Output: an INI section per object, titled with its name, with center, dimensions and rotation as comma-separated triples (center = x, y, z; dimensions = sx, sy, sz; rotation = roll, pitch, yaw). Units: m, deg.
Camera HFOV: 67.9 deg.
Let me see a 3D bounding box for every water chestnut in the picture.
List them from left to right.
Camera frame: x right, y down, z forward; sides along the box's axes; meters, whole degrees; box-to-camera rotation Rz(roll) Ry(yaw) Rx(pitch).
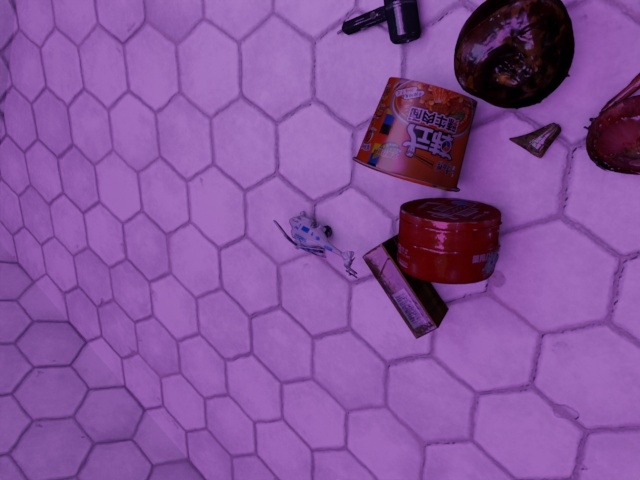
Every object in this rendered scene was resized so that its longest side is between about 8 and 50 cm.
[water chestnut]
center = 0.366, -0.352, 0.904
dimensions = 0.224, 0.238, 0.223
rotation = -1, 139, -1

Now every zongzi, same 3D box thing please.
[zongzi]
center = 0.455, -0.226, 1.007
dimensions = 0.083, 0.040, 0.076
rotation = 47, 119, 33

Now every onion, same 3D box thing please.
[onion]
center = 0.587, -0.204, 0.865
dimensions = 0.184, 0.184, 0.146
rotation = -5, 60, 34

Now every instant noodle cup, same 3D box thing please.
[instant noodle cup]
center = 0.217, -0.234, 1.042
dimensions = 0.251, 0.250, 0.191
rotation = 24, 107, 25

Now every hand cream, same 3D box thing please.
[hand cream]
center = 0.284, -0.004, 1.070
dimensions = 0.231, 0.230, 0.149
rotation = 14, 113, 29

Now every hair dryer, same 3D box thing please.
[hair dryer]
center = 0.127, -0.511, 1.113
dimensions = 0.219, 0.072, 0.124
rotation = 1, 105, 40

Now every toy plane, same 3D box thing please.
[toy plane]
center = -0.005, -0.004, 1.297
dimensions = 0.107, 0.182, 0.273
rotation = -59, 31, -4

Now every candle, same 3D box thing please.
[candle]
center = 0.581, -0.278, 0.914
dimensions = 0.167, 0.021, 0.026
rotation = -47, 52, 35

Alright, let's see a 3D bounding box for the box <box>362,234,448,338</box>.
[box]
center = 0.216, 0.108, 1.189
dimensions = 0.071, 0.159, 0.240
rotation = -36, 83, 28
